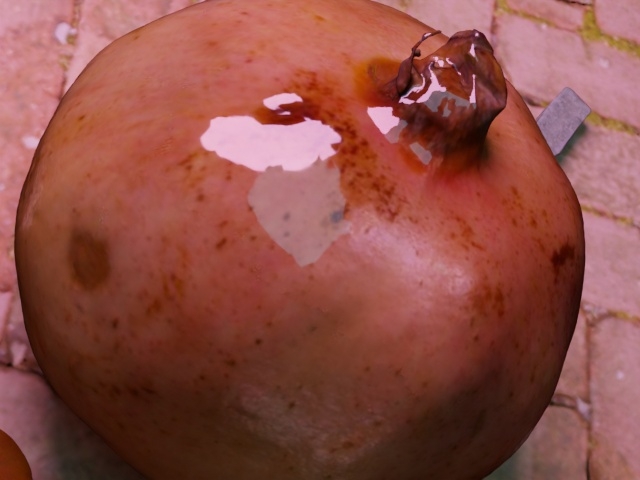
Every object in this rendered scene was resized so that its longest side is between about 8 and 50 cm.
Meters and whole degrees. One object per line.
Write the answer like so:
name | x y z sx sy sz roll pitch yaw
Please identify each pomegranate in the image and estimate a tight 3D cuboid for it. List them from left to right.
pomegranate | 0.000 0.000 0.849 0.338 0.338 0.338 8 62 -16

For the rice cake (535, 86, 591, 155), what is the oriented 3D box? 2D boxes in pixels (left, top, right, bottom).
rice cake | 0.151 -0.055 1.103 0.033 0.029 0.171 43 57 0

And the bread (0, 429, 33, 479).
bread | -0.238 0.157 0.817 0.156 0.086 0.125 -27 75 -29
